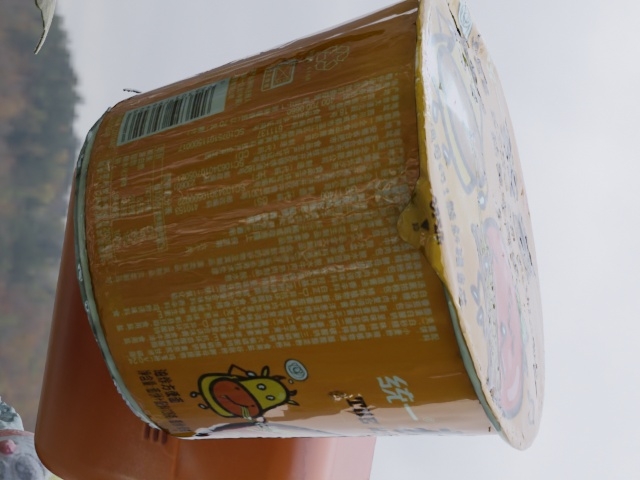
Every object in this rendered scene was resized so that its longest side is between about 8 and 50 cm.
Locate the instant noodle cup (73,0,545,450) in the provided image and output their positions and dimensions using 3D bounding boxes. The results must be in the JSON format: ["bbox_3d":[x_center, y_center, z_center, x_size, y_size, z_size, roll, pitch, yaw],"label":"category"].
[{"bbox_3d":[0.000,0.000,0.676,0.216,0.172,0.215,-10,90,-73],"label":"instant noodle cup"}]

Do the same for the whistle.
[{"bbox_3d":[-0.283,0.195,1.286,0.223,0.123,0.123,-125,-139,-55],"label":"whistle"}]

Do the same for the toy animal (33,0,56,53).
[{"bbox_3d":[-0.297,-0.294,1.302,0.219,0.095,0.155,60,36,-44],"label":"toy animal"}]

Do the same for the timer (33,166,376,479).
[{"bbox_3d":[-0.086,0.072,1.068,0.161,0.250,0.257,-9,110,-71],"label":"timer"}]
